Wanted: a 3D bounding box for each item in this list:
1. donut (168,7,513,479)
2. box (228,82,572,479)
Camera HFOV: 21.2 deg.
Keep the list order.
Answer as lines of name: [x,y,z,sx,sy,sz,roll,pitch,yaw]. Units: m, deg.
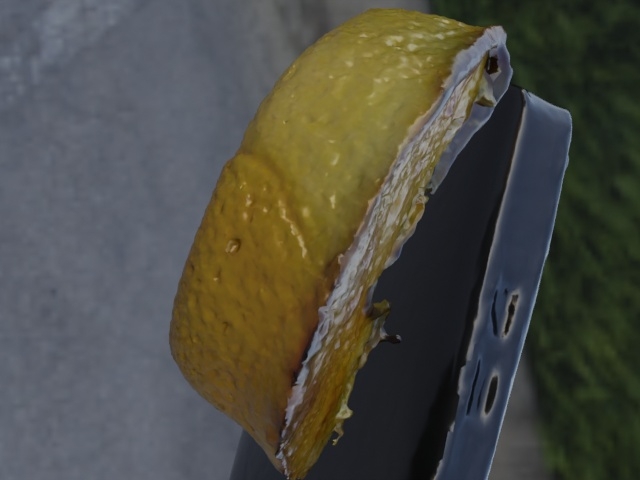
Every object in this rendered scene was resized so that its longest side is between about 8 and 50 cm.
donut: [0.001,-0.004,0.847,0.259,0.101,0.152,-63,168,9]
box: [0.040,0.061,1.063,0.290,0.073,0.288,-27,-137,60]
